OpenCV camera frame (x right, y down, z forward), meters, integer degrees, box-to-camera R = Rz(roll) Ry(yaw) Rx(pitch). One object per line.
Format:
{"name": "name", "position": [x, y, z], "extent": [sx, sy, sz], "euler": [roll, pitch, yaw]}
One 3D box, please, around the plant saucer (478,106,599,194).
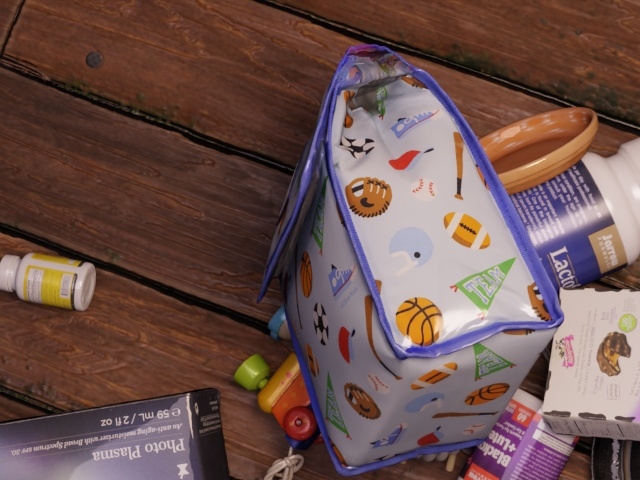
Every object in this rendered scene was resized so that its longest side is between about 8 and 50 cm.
{"name": "plant saucer", "position": [0.246, -0.103, 1.716], "extent": [0.200, 0.200, 0.037], "euler": [-23, 106, 4]}

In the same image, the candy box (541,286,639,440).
{"name": "candy box", "position": [0.366, 0.144, 1.625], "extent": [0.196, 0.070, 0.165], "euler": [2, 64, 25]}

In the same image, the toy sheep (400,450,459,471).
{"name": "toy sheep", "position": [0.133, 0.234, 1.748], "extent": [0.132, 0.091, 0.091], "euler": [9, 86, -11]}

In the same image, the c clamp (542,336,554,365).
{"name": "c clamp", "position": [0.313, 0.156, 1.768], "extent": [0.137, 0.022, 0.160], "euler": [-34, 82, -4]}

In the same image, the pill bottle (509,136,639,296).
{"name": "pill bottle", "position": [0.296, -0.017, 1.716], "extent": [0.265, 0.153, 0.153], "euler": [-25, 83, 4]}

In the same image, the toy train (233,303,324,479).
{"name": "toy train", "position": [-0.054, 0.203, 1.768], "extent": [0.143, 0.105, 0.248], "euler": [39, 90, 18]}

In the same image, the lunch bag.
{"name": "lunch bag", "position": [0.068, 0.021, 1.593], "extent": [0.239, 0.328, 0.385], "euler": [-9, 62, -19]}

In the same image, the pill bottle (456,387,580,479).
{"name": "pill bottle", "position": [0.231, 0.283, 1.720], "extent": [0.108, 0.108, 0.193], "euler": [28, 88, 8]}

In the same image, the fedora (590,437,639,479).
{"name": "fedora", "position": [0.483, 0.289, 1.665], "extent": [0.334, 0.152, 0.334], "euler": [0, 86, 4]}

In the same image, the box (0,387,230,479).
{"name": "box", "position": [-0.260, 0.349, 1.734], "extent": [0.296, 0.183, 0.294], "euler": [-10, 85, 6]}

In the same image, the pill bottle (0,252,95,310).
{"name": "pill bottle", "position": [-0.355, 0.051, 1.827], "extent": [0.116, 0.065, 0.065], "euler": [11, 86, 7]}
